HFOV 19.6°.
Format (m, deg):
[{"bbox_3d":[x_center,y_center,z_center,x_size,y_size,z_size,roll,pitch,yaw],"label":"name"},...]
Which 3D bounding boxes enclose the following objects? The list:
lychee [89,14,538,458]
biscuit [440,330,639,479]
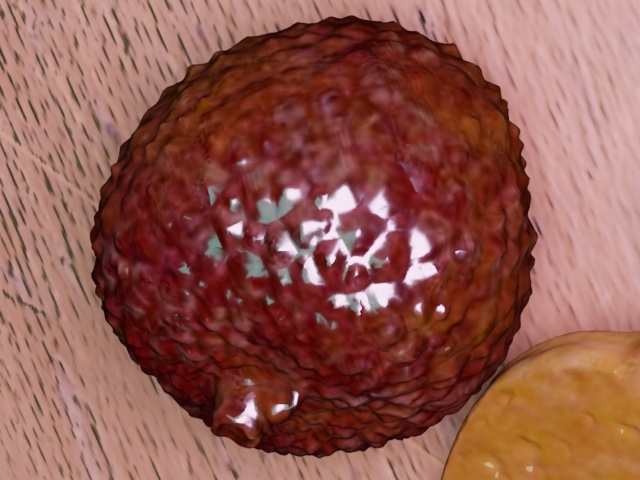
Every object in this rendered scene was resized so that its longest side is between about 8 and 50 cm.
[{"bbox_3d":[0.000,0.000,1.064,0.260,0.260,0.261,3,99,19],"label":"lychee"},{"bbox_3d":[0.218,0.212,1.071,0.351,0.057,0.312,43,131,7],"label":"biscuit"}]
